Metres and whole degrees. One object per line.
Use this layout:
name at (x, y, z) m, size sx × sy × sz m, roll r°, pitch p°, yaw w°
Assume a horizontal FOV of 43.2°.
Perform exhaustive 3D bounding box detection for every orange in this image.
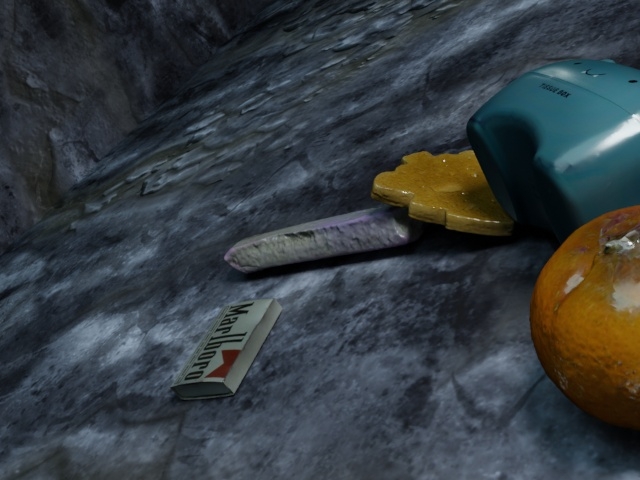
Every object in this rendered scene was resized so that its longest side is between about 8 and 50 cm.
orange at (0.294, 0.063, 0.735) m, size 0.224 × 0.170 × 0.224 m, roll -25°, pitch 26°, yaw 13°

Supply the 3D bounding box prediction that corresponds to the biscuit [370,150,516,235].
biscuit at (0.195, -0.064, 1.157) m, size 0.212 × 0.041 × 0.238 m, roll -15°, pitch 37°, yaw -25°

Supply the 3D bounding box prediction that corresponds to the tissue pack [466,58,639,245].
tissue pack at (0.325, -0.102, 0.956) m, size 0.206 × 0.198 × 0.287 m, roll -29°, pitch 24°, yaw -1°

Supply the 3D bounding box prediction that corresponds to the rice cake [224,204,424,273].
rice cake at (0.000, 0.000, 1.304) m, size 0.399 × 0.064 × 0.070 m, roll -12°, pitch 11°, yaw 39°

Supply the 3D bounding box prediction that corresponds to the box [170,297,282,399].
box at (-0.141, 0.161, 1.224) m, size 0.115 × 0.036 × 0.177 m, roll -13°, pitch 32°, yaw 36°
